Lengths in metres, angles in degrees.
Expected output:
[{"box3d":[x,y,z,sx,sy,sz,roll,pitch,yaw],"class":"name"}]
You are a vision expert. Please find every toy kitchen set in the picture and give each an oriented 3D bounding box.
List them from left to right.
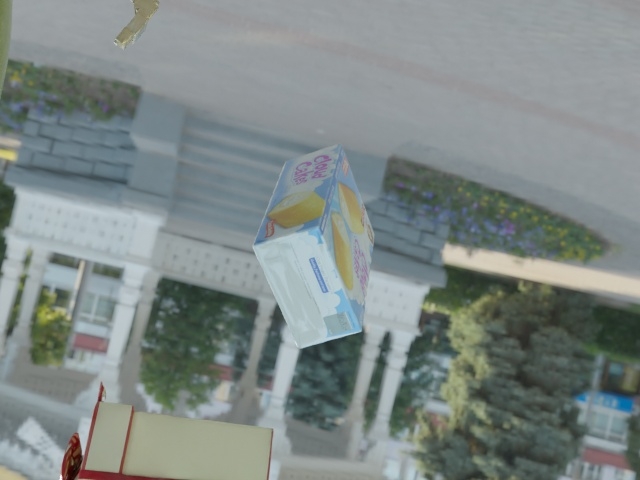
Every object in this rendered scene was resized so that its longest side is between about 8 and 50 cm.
[{"box3d":[-0.290,-0.332,1.449,0.075,0.083,0.068,38,171,-9],"class":"toy kitchen set"}]

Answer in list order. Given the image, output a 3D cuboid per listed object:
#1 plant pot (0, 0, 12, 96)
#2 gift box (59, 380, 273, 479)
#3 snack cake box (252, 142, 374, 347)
[{"box3d":[-0.549,-0.246,1.362,0.274,0.294,0.275,-14,149,-8],"class":"plant pot"},{"box3d":[-0.202,0.338,1.223,0.258,0.255,0.276,7,140,-5],"class":"gift box"},{"box3d":[0.000,0.000,1.278,0.089,0.152,0.264,-17,-156,15],"class":"snack cake box"}]
